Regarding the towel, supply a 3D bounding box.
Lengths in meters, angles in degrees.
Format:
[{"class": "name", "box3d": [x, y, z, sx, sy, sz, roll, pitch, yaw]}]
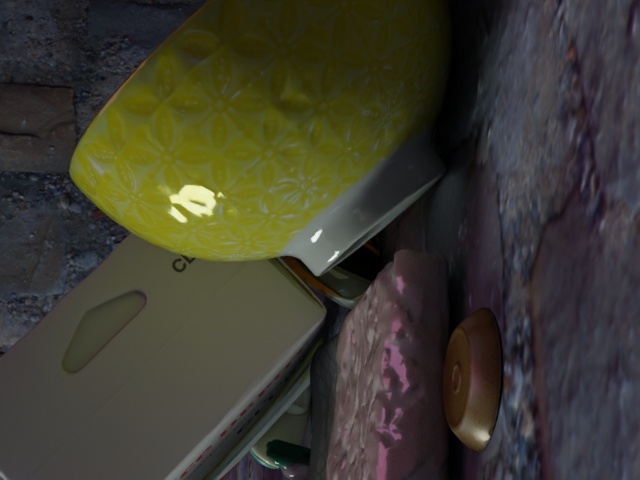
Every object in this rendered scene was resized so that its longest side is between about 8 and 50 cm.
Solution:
[{"class": "towel", "box3d": [0.033, 0.202, 0.849, 0.317, 0.053, 0.332, 121, 152, -73]}]

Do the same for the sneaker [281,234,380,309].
[{"class": "sneaker", "box3d": [0.014, -0.012, 1.029, 0.083, 0.084, 0.215, -48, 33, 15]}]

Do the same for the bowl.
[{"class": "bowl", "box3d": [-0.008, -0.070, 0.810, 0.156, 0.289, 0.289, 51, 165, 4]}]

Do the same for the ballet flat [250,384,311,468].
[{"class": "ballet flat", "box3d": [-0.046, 0.147, 1.362, 0.248, 0.086, 0.086, -96, 14, -56]}]

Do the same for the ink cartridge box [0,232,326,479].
[{"class": "ink cartridge box", "box3d": [-0.142, 0.141, 1.090, 0.279, 0.160, 0.385, -46, -9, -10]}]

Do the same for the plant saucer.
[{"class": "plant saucer", "box3d": [0.085, 0.080, 0.693, 0.083, 0.015, 0.083, -175, 90, -81]}]

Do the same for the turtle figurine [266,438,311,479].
[{"class": "turtle figurine", "box3d": [-0.047, 0.311, 1.092, 0.175, 0.118, 0.234, 33, 110, 42]}]

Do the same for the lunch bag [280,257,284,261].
[{"class": "lunch bag", "box3d": [-0.037, 0.009, 1.442, 0.071, 0.053, 0.083, -106, 33, -67]}]
